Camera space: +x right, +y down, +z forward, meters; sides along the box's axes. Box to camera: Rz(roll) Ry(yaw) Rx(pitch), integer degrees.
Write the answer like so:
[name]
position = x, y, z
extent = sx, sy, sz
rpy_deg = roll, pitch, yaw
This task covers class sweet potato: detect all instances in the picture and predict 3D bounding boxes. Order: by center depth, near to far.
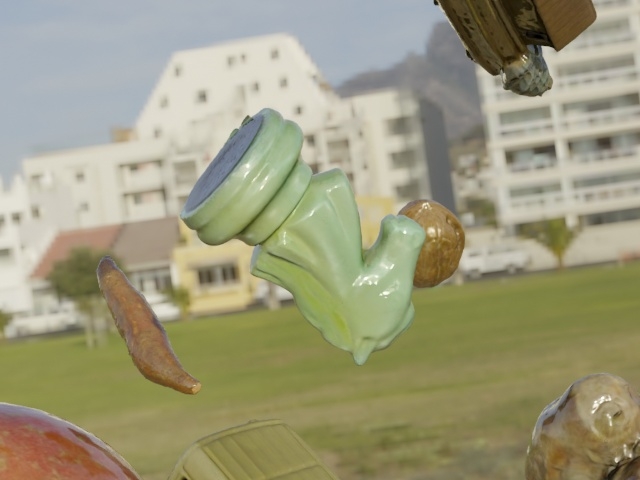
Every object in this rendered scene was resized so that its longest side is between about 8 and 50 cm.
[sweet potato]
position = -0.256, 0.125, 2.234
extent = 0.066, 0.072, 0.314
rpy_deg = -16, 42, -20

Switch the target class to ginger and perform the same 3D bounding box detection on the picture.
[ginger]
position = 0.321, 0.272, 1.583
extent = 0.155, 0.245, 0.304
rpy_deg = -12, 35, -15

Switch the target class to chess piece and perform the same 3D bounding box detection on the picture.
[chess piece]
position = 0.000, 0.000, 1.800
extent = 0.176, 0.298, 0.176
rpy_deg = -45, 16, 16

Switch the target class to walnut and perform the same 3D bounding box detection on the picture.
[walnut]
position = 0.131, 0.002, 2.005
extent = 0.105, 0.124, 0.105
rpy_deg = -2, 32, 1

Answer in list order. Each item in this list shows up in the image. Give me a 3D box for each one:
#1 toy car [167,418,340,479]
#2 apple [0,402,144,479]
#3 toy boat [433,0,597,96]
[toy car]
position = 0.001, 0.228, 0.962
extent = 0.101, 0.124, 0.256
rpy_deg = -11, 42, -38
[apple]
position = -0.268, 0.286, 1.148
extent = 0.277, 0.348, 0.348
rpy_deg = 25, -21, -36
[toy boat]
position = 0.193, -0.280, 1.654
extent = 0.162, 0.136, 0.445
rpy_deg = 9, -14, 25
